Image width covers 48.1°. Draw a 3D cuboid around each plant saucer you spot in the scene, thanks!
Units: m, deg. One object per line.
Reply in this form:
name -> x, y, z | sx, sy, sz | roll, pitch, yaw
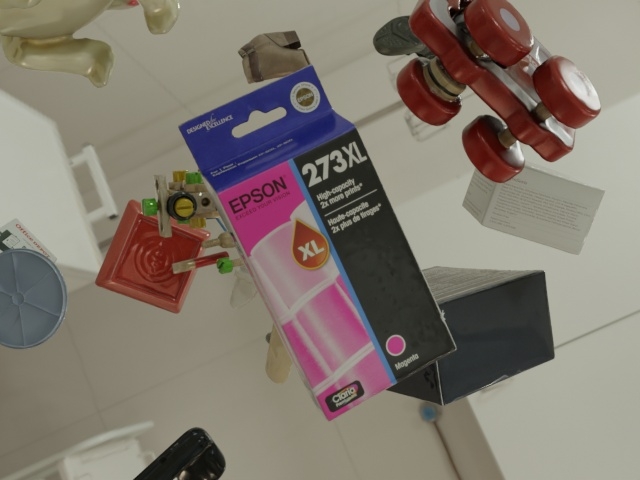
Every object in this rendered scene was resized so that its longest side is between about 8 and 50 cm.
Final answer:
plant saucer -> -0.459, 0.050, 2.009 | 0.259, 0.259, 0.047 | 24, -6, -26

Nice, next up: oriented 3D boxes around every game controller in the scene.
game controller -> -0.385, 0.631, 1.830 | 0.067, 0.319, 0.166 | 14, -44, 51

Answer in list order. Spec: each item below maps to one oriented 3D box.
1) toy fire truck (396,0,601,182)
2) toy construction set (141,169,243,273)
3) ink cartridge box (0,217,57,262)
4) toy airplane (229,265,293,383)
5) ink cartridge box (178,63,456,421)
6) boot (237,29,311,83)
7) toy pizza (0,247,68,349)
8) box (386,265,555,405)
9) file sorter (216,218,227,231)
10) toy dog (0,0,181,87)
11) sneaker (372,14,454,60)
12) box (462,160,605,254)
toy fire truck -> 0.257, -0.250, 1.024 | 0.302, 0.169, 0.254 | 39, 41, -12
toy construction set -> -0.278, -0.052, 1.508 | 0.257, 0.237, 0.309 | 41, -47, 40
ink cartridge box -> -0.769, 0.058, 1.750 | 0.153, 0.087, 0.208 | 47, 26, -10
toy airplane -> -0.031, 0.130, 1.814 | 0.272, 0.386, 0.384 | 0, 65, -59
ink cartridge box -> 0.000, 0.000, 0.813 | 0.371, 0.175, 0.069 | 64, -12, -6
boot -> -0.058, -0.230, 0.953 | 0.042, 0.087, 0.118 | 68, -2, -58
toy pizza -> -0.596, 0.116, 1.435 | 0.201, 0.201, 0.032 | 65, 7, 4
box -> 0.223, 0.164, 1.349 | 0.294, 0.296, 0.183 | -2, -81, 57
file sorter -> -0.189, -0.086, 1.832 | 0.104, 0.170, 0.118 | 56, -8, -12
toy dog -> -0.352, -0.362, 0.862 | 0.395, 0.284, 0.408 | 46, 33, 0
sneaker -> 0.196, -0.396, 1.447 | 0.087, 0.227, 0.130 | 51, -28, 19
box -> 0.364, -0.073, 1.256 | 0.181, 0.181, 0.119 | -87, -166, -76
